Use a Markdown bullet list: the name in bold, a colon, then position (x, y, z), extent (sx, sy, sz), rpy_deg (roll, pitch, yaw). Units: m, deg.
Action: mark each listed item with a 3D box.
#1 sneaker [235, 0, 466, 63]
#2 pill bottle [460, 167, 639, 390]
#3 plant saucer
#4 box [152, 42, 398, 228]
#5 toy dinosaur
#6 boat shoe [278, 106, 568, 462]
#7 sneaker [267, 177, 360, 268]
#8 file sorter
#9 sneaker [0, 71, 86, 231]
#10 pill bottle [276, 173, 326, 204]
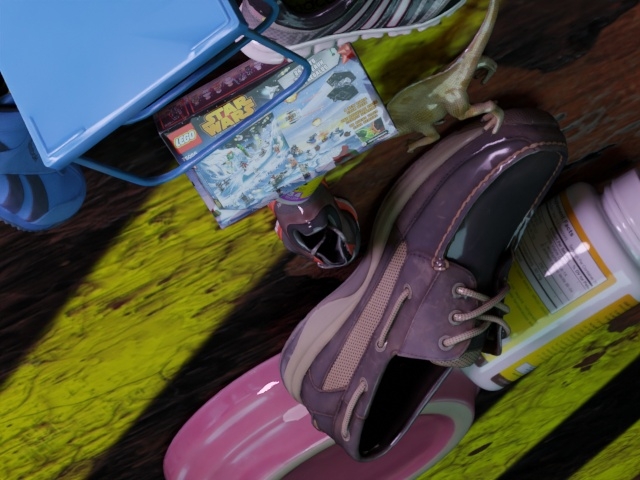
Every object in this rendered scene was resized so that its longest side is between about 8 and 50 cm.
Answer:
- **sneaker**: position (0.027, -0.159, 1.145), extent (0.170, 0.063, 0.075), rpy_deg (-19, 162, -6)
- **pill bottle**: position (0.203, 0.029, 1.640), extent (0.215, 0.117, 0.117), rpy_deg (-33, 155, 15)
- **plant saucer**: position (0.017, 0.185, 1.807), extent (0.332, 0.084, 0.332), rpy_deg (-21, 156, -10)
- **box**: position (-0.029, -0.077, 1.253), extent (0.137, 0.027, 0.094), rpy_deg (-28, 129, 3)
- **toy dinosaur**: position (0.090, -0.105, 1.333), extent (0.092, 0.053, 0.183), rpy_deg (5, 141, -48)
- **boat shoe**: position (0.101, 0.045, 1.530), extent (0.132, 0.130, 0.355), rpy_deg (-7, 142, -41)
- **sneaker**: position (0.000, 0.000, 1.437), extent (0.061, 0.065, 0.158), rpy_deg (-30, 156, 6)
- **file sorter**: position (-0.097, -0.128, 0.952), extent (0.118, 0.170, 0.104), rpy_deg (-35, 157, 17)
- **sneaker**: position (-0.181, -0.063, 1.121), extent (0.082, 0.069, 0.209), rpy_deg (-36, 155, 12)
- **pill bottle**: position (-0.010, -0.064, 1.324), extent (0.043, 0.043, 0.083), rpy_deg (-10, 151, -34)
